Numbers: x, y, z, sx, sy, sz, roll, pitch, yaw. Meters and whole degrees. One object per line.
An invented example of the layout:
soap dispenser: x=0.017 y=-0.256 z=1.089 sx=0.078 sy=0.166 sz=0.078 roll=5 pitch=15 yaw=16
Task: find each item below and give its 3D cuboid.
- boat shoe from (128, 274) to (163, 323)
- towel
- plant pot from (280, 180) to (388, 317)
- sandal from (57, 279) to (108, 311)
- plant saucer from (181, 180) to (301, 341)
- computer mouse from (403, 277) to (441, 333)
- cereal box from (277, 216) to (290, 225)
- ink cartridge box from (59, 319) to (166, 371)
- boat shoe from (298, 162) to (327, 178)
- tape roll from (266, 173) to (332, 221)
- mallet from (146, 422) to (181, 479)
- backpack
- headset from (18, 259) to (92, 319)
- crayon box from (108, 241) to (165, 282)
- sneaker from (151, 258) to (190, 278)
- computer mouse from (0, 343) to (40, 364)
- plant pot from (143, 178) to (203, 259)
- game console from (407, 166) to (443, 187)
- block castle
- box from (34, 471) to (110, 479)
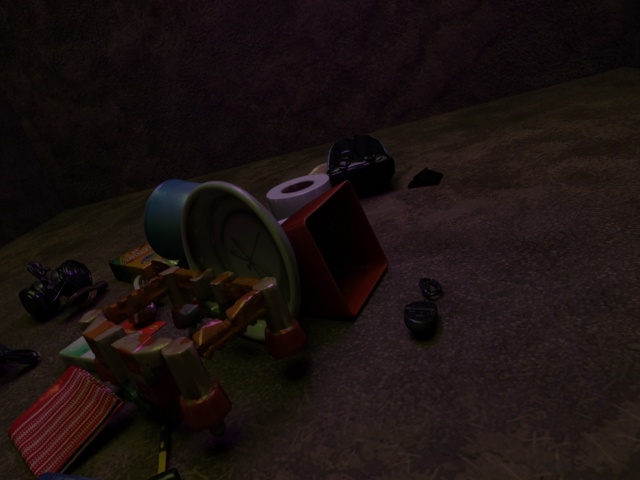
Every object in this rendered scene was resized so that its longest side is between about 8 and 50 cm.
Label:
boat shoe: x=-0.543 y=0.184 z=1.473 sx=0.095 sy=0.095 sz=0.257 roll=-6 pitch=24 yaw=-14
towel: x=-0.552 y=0.380 z=0.998 sx=0.275 sy=0.031 sz=0.199 roll=6 pitch=47 yaw=45
plant pot: x=-0.015 y=0.039 z=1.223 sx=0.236 sy=0.267 sz=0.267 roll=-17 pitch=18 yaw=35
sandal: x=-0.827 y=0.205 z=1.652 sx=0.090 sy=0.060 sz=0.219 roll=-40 pitch=0 yaw=16
plant saucer: x=-0.173 y=0.043 z=1.109 sx=0.401 sy=0.400 sz=0.100 roll=4 pitch=24 yaw=42
computer mouse: x=0.235 y=0.146 z=1.053 sx=0.071 sy=0.041 sz=0.242 roll=2 pitch=20 yaw=20
cereal box: x=-0.085 y=-0.032 z=1.481 sx=0.240 sy=0.047 sz=0.173 roll=-23 pitch=22 yaw=-25
ink cartridge box: x=-0.579 y=0.273 z=1.312 sx=0.181 sy=0.056 sz=0.224 roll=-3 pitch=27 yaw=31
boat shoe: x=-0.022 y=-0.244 z=2.104 sx=0.341 sy=0.121 sz=0.110 roll=-33 pitch=63 yaw=-28
tape roll: x=-0.063 y=-0.127 z=1.743 sx=0.246 sy=0.169 sz=0.246 roll=-14 pitch=21 yaw=6
mallet: x=-0.275 y=0.386 z=0.841 sx=0.062 sy=0.039 sz=0.189 roll=-20 pitch=18 yaw=-4
backpack: x=0.159 y=-0.326 z=2.002 sx=0.290 sy=0.273 sz=0.355 roll=-17 pitch=43 yaw=6
headset: x=-0.958 y=0.152 z=1.661 sx=0.243 sy=0.185 sz=0.394 roll=-40 pitch=15 yaw=-22
crayon box: x=-0.633 y=0.081 z=1.777 sx=0.319 sy=0.081 sz=0.202 roll=3 pitch=29 yaw=40
sneaker: x=-0.485 y=0.104 z=1.608 sx=0.225 sy=0.088 sz=0.093 roll=10 pitch=22 yaw=19
computer mouse: x=-0.963 y=0.323 z=1.355 sx=0.272 sy=0.072 sz=0.188 roll=-11 pitch=-19 yaw=35
plant pot: x=-0.374 y=-0.061 z=1.510 sx=0.255 sy=0.271 sz=0.271 roll=5 pitch=29 yaw=27
game console: x=0.422 y=-0.241 z=1.878 sx=0.107 sy=0.071 sz=0.122 roll=-39 pitch=5 yaw=36
block castle: x=-0.283 y=0.220 z=1.004 sx=0.453 sy=0.212 sz=0.303 roll=2 pitch=28 yaw=42
box: x=-0.430 y=0.458 z=0.771 sx=0.225 sy=0.036 sz=0.136 roll=-5 pitch=24 yaw=24
